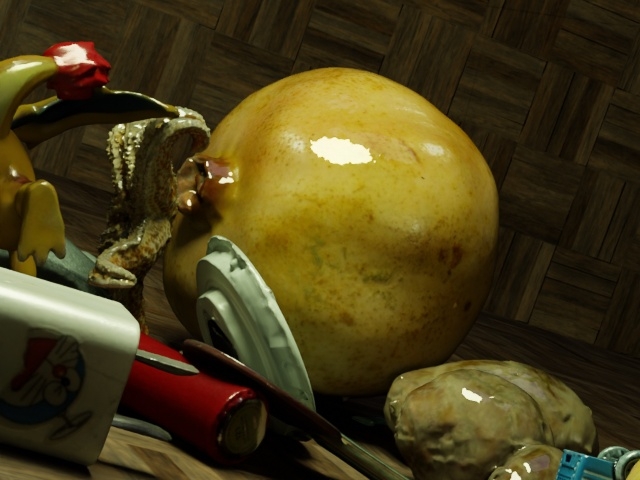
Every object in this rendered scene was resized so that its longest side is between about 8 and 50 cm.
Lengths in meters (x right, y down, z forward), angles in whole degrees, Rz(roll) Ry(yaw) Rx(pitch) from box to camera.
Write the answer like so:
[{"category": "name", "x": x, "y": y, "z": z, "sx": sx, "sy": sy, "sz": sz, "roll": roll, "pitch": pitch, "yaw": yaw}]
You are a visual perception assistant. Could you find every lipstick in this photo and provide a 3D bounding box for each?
[{"category": "lipstick", "x": -0.154, "y": 0.138, "z": 1.748, "sx": 0.241, "sy": 0.080, "sz": 0.080, "roll": 24, "pitch": 6, "yaw": 38}]

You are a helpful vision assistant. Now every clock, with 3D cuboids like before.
[{"category": "clock", "x": -0.079, "y": 0.111, "z": 1.890, "sx": 0.053, "sy": 0.236, "sz": 0.236, "roll": -25, "pitch": 20, "yaw": -15}]

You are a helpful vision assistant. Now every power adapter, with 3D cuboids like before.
[{"category": "power adapter", "x": -0.206, "y": 0.110, "z": 1.513, "sx": 0.205, "sy": 0.130, "sz": 0.125, "roll": 17, "pitch": 5, "yaw": -20}]

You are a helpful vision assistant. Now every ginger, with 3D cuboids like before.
[{"category": "ginger", "x": 0.181, "y": 0.216, "z": 1.940, "sx": 0.244, "sy": 0.155, "sz": 0.304, "roll": 27, "pitch": 13, "yaw": 4}]

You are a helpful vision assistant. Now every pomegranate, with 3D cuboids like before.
[{"category": "pomegranate", "x": 0.000, "y": 0.000, "z": 2.132, "sx": 0.416, "sy": 0.416, "sz": 0.416, "roll": 20, "pitch": 4, "yaw": -2}]

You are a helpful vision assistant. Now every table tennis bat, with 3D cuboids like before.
[{"category": "table tennis bat", "x": -0.021, "y": 0.172, "z": 1.765, "sx": 0.274, "sy": 0.021, "sz": 0.154, "roll": 36, "pitch": -13, "yaw": -21}]

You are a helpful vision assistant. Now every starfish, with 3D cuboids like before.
[{"category": "starfish", "x": -0.188, "y": -0.002, "z": 1.927, "sx": 0.113, "sy": 0.303, "sz": 0.312, "roll": 5, "pitch": 11, "yaw": -8}]

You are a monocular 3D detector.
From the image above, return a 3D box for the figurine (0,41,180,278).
[{"category": "figurine", "x": -0.371, "y": -0.078, "z": 1.798, "sx": 0.401, "sy": 0.268, "sz": 0.387, "roll": -1, "pitch": 3, "yaw": -31}]

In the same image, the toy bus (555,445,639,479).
[{"category": "toy bus", "x": 0.341, "y": 0.284, "z": 1.746, "sx": 0.246, "sy": 0.134, "sz": 0.113, "roll": 20, "pitch": -5, "yaw": -2}]

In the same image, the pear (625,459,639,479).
[{"category": "pear", "x": 0.381, "y": 0.275, "z": 1.559, "sx": 0.271, "sy": 0.271, "sz": 0.271, "roll": 20, "pitch": 4, "yaw": -2}]

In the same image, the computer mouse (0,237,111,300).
[{"category": "computer mouse", "x": -0.365, "y": 0.015, "z": 2.086, "sx": 0.374, "sy": 0.114, "sz": 0.203, "roll": 18, "pitch": 4, "yaw": -37}]

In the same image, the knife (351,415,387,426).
[{"category": "knife", "x": 0.062, "y": 0.217, "z": 2.178, "sx": 0.027, "sy": 0.010, "sz": 0.096, "roll": 21, "pitch": 2, "yaw": 20}]
